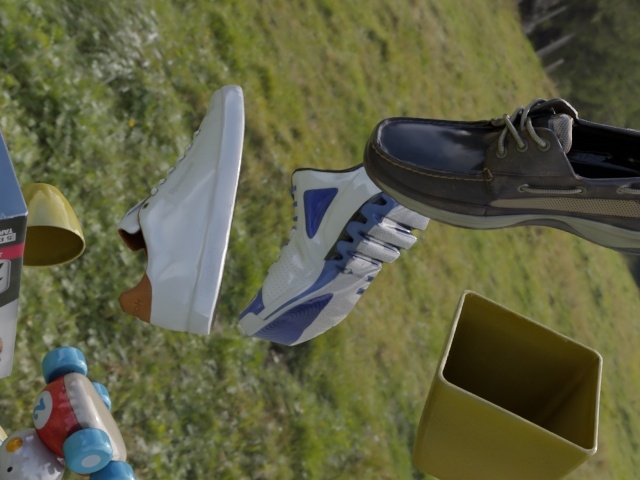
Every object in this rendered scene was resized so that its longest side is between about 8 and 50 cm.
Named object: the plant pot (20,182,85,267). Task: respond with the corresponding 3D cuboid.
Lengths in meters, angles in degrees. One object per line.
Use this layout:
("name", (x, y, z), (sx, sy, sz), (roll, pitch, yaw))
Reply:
("plant pot", (-0.431, -0.030, 1.434), (0.134, 0.134, 0.095), (36, 37, -54))

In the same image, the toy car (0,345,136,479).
("toy car", (-0.455, 0.338, 1.528), (0.219, 0.238, 0.210), (58, -11, 42))

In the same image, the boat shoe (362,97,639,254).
("boat shoe", (0.225, -0.089, 0.972), (0.130, 0.356, 0.132), (101, -3, -47))

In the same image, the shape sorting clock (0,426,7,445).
("shape sorting clock", (-0.605, 0.432, 1.731), (0.206, 0.040, 0.206), (164, -90, -90))

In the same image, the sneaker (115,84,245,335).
("sneaker", (-0.149, -0.049, 1.005), (0.106, 0.123, 0.290), (104, -5, -65))

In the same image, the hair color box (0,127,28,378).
("hair color box", (-0.389, 0.040, 0.882), (0.185, 0.374, 0.113), (-14, 68, -26))

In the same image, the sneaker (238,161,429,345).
("sneaker", (0.001, -0.001, 1.385), (0.127, 0.315, 0.182), (27, 24, -50))

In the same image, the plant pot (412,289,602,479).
("plant pot", (0.235, 0.231, 1.271), (0.212, 0.187, 0.212), (26, 35, 3))
